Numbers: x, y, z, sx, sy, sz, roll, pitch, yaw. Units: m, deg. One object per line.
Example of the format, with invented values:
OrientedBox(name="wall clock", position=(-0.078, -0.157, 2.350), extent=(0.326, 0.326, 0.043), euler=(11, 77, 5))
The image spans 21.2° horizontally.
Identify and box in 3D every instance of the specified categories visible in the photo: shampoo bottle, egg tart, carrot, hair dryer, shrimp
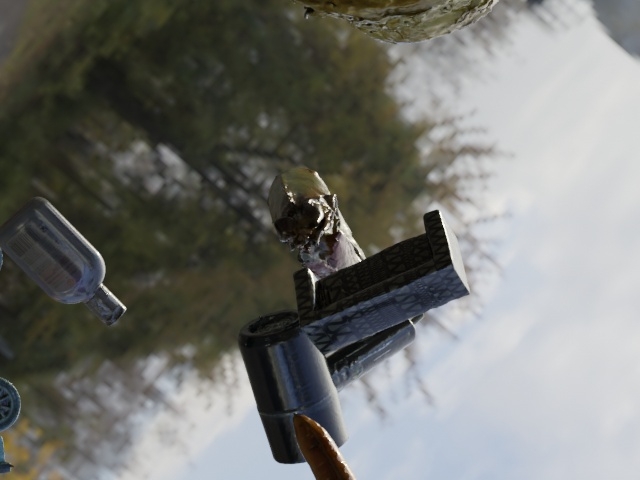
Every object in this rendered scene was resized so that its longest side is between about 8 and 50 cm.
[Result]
OrientedBox(name="shampoo bottle", position=(-0.287, 0.029, 1.937), extent=(0.080, 0.165, 0.040), euler=(-40, -167, 17))
OrientedBox(name="egg tart", position=(0.105, -0.292, 1.782), extent=(0.294, 0.123, 0.294), euler=(-21, -147, 14))
OrientedBox(name="carrot", position=(0.030, 0.201, 1.197), extent=(0.037, 0.190, 0.037), euler=(-25, 167, -7))
OrientedBox(name="hair dryer", position=(0.023, 0.102, 1.545), extent=(0.071, 0.124, 0.219), euler=(-1, -161, 44))
OrientedBox(name="shrimp", position=(0.001, 0.000, 1.496), extent=(0.061, 0.145, 0.267), euler=(-31, 179, 0))

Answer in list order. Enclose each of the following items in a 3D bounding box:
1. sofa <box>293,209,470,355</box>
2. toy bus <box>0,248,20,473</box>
OrientedBox(name="sofa", position=(0.042, 0.029, 1.199), extent=(0.118, 0.039, 0.060), euler=(-23, -138, 14))
OrientedBox(name="toy bus", position=(-0.362, 0.072, 1.461), extent=(0.165, 0.271, 0.133), euler=(-6, 177, -28))
